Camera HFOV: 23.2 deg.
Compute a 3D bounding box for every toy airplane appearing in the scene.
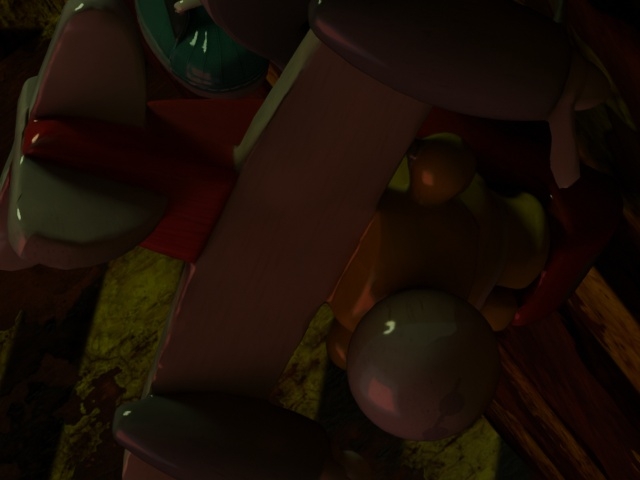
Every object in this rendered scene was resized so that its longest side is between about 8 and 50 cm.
[{"bbox_3d":[0.000,0.000,0.905,0.272,0.384,0.386,59,179,35],"label":"toy airplane"}]

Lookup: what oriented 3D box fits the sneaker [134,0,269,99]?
[{"bbox_3d":[-0.120,-0.263,1.313,0.121,0.108,0.302,88,163,-65],"label":"sneaker"}]

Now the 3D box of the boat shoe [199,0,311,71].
[{"bbox_3d":[-0.042,-0.230,1.145,0.156,0.136,0.367,52,-175,18],"label":"boat shoe"}]
